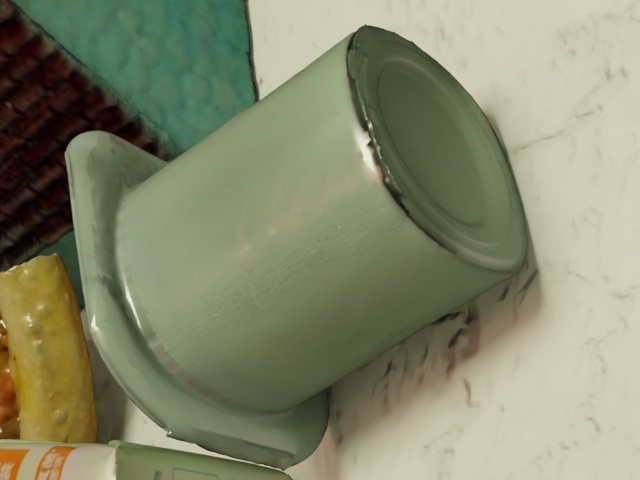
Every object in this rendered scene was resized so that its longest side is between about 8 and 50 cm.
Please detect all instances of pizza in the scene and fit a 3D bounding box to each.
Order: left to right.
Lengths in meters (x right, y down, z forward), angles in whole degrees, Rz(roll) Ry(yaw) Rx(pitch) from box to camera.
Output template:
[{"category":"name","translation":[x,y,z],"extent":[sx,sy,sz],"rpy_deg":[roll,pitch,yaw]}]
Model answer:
[{"category":"pizza","translation":[-0.243,0.167,1.238],"extent":[0.182,0.074,0.365],"rpy_deg":[27,108,9]}]

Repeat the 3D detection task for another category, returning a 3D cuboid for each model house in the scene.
[{"category":"model house","translation":[-0.217,-0.104,1.227],"extent":[0.280,0.249,0.230],"rpy_deg":[-33,52,38]}]

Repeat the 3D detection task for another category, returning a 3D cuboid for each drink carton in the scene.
[{"category":"drink carton","translation":[0.000,0.000,1.004],"extent":[0.190,0.185,0.191],"rpy_deg":[-30,52,26]}]

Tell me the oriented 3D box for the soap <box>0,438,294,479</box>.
[{"category":"soap","translation":[-0.129,0.220,1.085],"extent":[0.182,0.138,0.199],"rpy_deg":[-7,71,50]}]
